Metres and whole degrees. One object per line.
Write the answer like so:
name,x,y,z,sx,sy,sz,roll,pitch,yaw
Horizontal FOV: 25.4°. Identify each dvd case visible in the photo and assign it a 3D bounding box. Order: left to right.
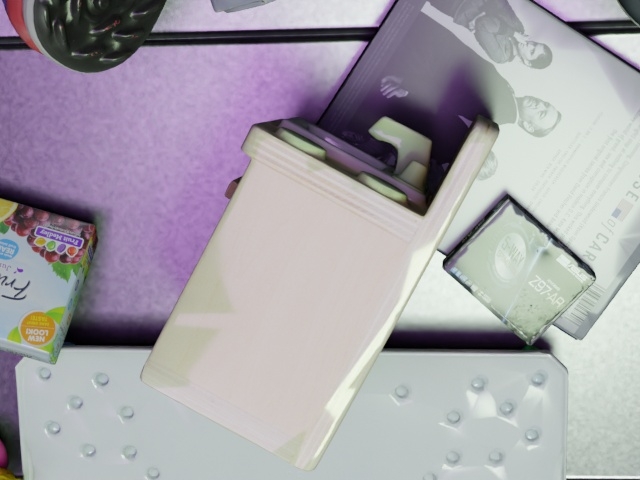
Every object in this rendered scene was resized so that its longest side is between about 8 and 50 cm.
dvd case,0.130,-0.066,0.970,0.239,0.029,0.179,33,105,-4

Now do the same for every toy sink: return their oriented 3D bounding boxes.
toy sink,0.000,0.000,0.898,0.131,0.153,0.234,29,99,2

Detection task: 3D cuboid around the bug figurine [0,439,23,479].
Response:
bug figurine,-0.324,0.227,1.067,0.279,0.072,0.216,17,102,4

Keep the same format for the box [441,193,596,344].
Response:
box,0.135,0.020,0.966,0.083,0.018,0.067,42,105,-6

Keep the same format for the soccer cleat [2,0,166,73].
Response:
soccer cleat,-0.104,-0.260,0.910,0.109,0.116,0.318,30,92,-39

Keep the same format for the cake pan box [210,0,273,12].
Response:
cake pan box,0.009,-0.299,0.839,0.246,0.070,0.266,-25,104,-27

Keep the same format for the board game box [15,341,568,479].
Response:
board game box,-0.018,0.260,1.059,0.390,0.050,0.389,0,104,5

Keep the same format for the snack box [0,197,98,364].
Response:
snack box,-0.240,0.020,1.000,0.141,0.037,0.100,15,71,2

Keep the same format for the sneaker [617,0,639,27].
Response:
sneaker,0.239,-0.275,0.866,0.126,0.127,0.321,17,80,12
